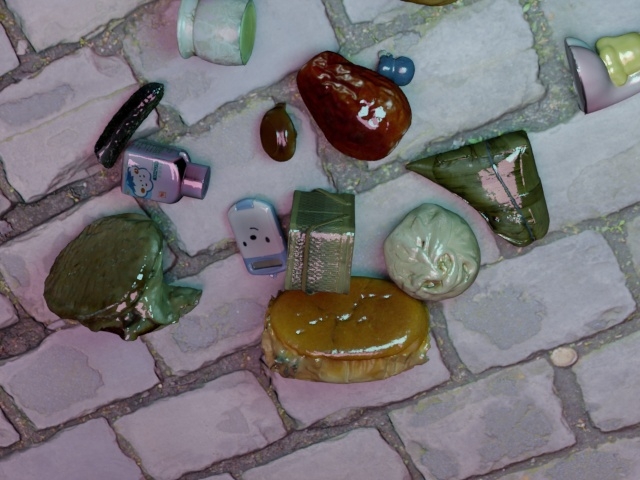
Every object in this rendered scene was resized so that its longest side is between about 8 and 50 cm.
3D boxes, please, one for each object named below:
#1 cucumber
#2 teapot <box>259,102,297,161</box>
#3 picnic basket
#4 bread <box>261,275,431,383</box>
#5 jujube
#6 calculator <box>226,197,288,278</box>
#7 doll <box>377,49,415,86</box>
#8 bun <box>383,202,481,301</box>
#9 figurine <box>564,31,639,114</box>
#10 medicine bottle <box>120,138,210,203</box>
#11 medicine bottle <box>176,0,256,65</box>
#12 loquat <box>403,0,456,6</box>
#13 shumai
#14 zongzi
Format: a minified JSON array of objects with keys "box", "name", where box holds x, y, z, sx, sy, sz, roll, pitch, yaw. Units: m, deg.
[{"box":[-0.433,-0.270,1.958,0.067,0.067,0.245,37,111,-9],"name":"cucumber"},{"box":[-0.085,-0.238,1.919,0.098,0.078,0.129,4,106,50],"name":"teapot"},{"box":[0.000,0.000,1.908,0.139,0.266,0.165,5,112,0],"name":"picnic basket"},{"box":[0.056,0.201,2.017,0.389,0.236,0.183,-3,135,-6],"name":"bread"},{"box":[0.068,-0.285,1.824,0.255,0.190,0.190,47,112,4],"name":"jujube"},{"box":[-0.141,-0.003,2.037,0.121,0.039,0.210,-7,114,25],"name":"calculator"},{"box":[0.157,-0.357,1.843,0.083,0.050,0.076,9,119,2],"name":"doll"},{"box":[0.254,0.036,1.930,0.231,0.133,0.231,-1,97,-9],"name":"bun"},{"box":[0.636,-0.401,1.681,0.316,0.206,0.284,-19,121,11],"name":"figurine"},{"box":[-0.350,-0.151,1.977,0.188,0.094,0.119,13,117,2],"name":"medicine bottle"},{"box":[-0.216,-0.440,1.803,0.143,0.147,0.147,9,115,7],"name":"medicine bottle"},{"box":[0.214,-0.562,1.666,0.238,0.193,0.238,7,106,28],"name":"loquat"},{"box":[-0.461,0.124,2.083,0.330,0.291,0.288,-13,150,24],"name":"shumai"},{"box":[0.345,-0.089,1.895,0.274,0.125,0.250,-14,104,16],"name":"zongzi"}]
